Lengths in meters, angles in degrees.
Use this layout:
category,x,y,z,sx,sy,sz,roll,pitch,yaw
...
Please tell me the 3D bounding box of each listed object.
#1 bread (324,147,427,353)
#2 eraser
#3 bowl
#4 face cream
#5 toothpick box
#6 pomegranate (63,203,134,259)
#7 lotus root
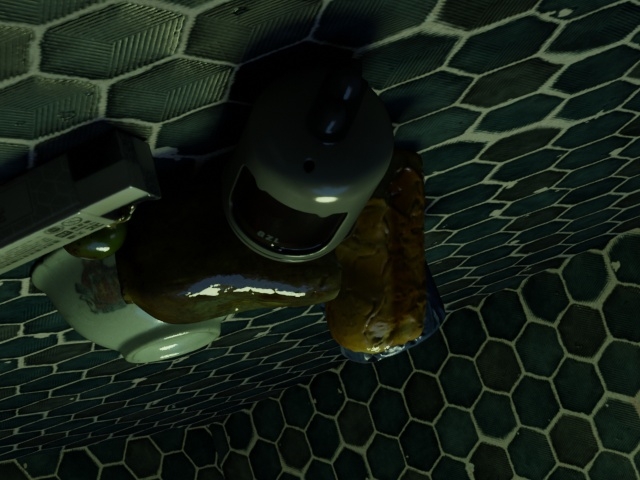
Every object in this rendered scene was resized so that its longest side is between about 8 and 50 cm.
category,x,y,z,sx,sy,sz,roll,pitch,yaw
bread,0.076,0.008,1.800,0.149,0.344,0.195,-9,-166,-27
eraser,-0.425,-0.031,1.559,0.404,0.096,0.098,-24,163,17
bowl,-0.296,0.106,2.005,0.435,0.196,0.435,-16,164,-5
face cream,0.119,0.108,2.278,0.249,0.225,0.249,-25,-166,6
toothpick box,-0.011,-0.123,1.533,0.229,0.229,0.316,-13,163,-19
pomegranate,-0.330,-0.029,1.627,0.114,0.114,0.142,-3,168,-45
lotus root,-0.155,0.015,1.747,0.346,0.250,0.250,-10,164,-12
